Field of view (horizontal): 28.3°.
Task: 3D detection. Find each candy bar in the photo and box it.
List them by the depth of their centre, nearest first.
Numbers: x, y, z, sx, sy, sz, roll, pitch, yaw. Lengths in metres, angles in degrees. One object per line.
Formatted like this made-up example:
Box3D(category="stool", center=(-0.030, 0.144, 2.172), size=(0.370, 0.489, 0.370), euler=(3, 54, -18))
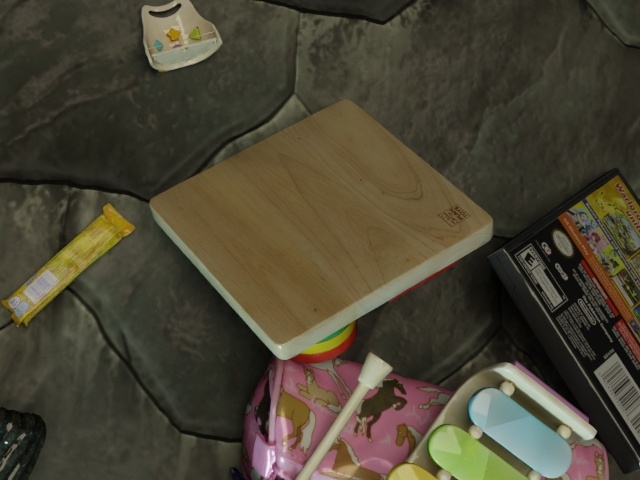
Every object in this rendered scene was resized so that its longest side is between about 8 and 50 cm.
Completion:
Box3D(category="candy bar", center=(-0.265, 0.026, 1.330), size=(0.040, 0.018, 0.161), euler=(45, 74, 1))

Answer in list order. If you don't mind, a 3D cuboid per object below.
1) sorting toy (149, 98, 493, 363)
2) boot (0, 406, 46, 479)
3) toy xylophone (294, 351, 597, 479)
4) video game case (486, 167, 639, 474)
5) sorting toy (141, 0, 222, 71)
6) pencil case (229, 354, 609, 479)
Box3D(category="sorting toy", center=(0.000, 0.000, 1.305), size=(0.255, 0.089, 0.257), euler=(-29, 48, -19))
Box3D(category="boot", center=(-0.448, 0.252, 1.183), size=(0.347, 0.131, 0.260), euler=(13, 84, -22))
Box3D(category="toy xylophone", center=(0.096, 0.250, 1.188), size=(0.236, 0.081, 0.323), euler=(29, 83, -9))
Box3D(category="video game case", center=(0.333, 0.081, 1.409), size=(0.248, 0.035, 0.275), euler=(-31, 87, -41))
Box3D(category="sorting toy", center=(-0.160, -0.230, 1.391), size=(0.083, 0.045, 0.075), euler=(-17, 78, -16))
Box3D(category="pencil case", center=(0.109, 0.230, 1.315), size=(0.386, 0.160, 0.167), euler=(16, 76, -12))
